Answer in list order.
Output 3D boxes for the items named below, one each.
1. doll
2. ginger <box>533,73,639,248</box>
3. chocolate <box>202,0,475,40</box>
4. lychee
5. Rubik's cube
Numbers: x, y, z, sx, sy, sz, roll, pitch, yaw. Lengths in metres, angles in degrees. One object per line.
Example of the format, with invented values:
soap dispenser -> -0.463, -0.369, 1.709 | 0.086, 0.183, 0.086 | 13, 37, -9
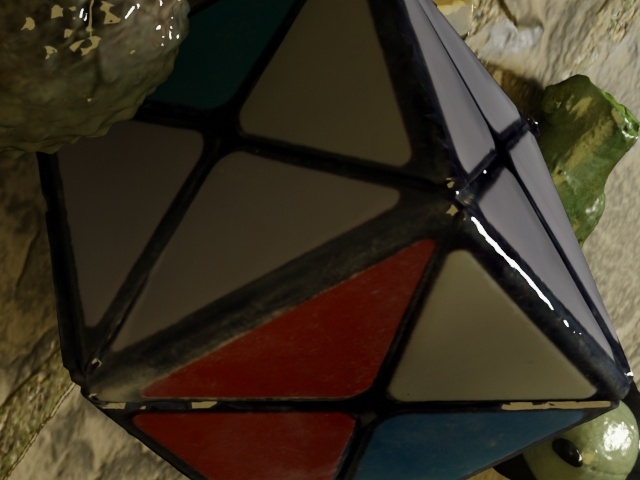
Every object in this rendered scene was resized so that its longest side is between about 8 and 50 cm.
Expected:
doll -> 0.278, 0.204, 1.687 | 0.234, 0.135, 0.143 | 17, 110, -45
ginger -> 0.194, -0.019, 1.517 | 0.137, 0.089, 0.290 | -13, 132, -51
chocolate -> 0.009, -0.182, 1.290 | 0.219, 0.085, 0.085 | -8, 122, -22
lychee -> -0.206, -0.170, 1.024 | 0.274, 0.255, 0.255 | -24, 131, -1
Rubik's cube -> 0.000, 0.000, 1.199 | 0.305, 0.310, 0.307 | -29, 137, 17
